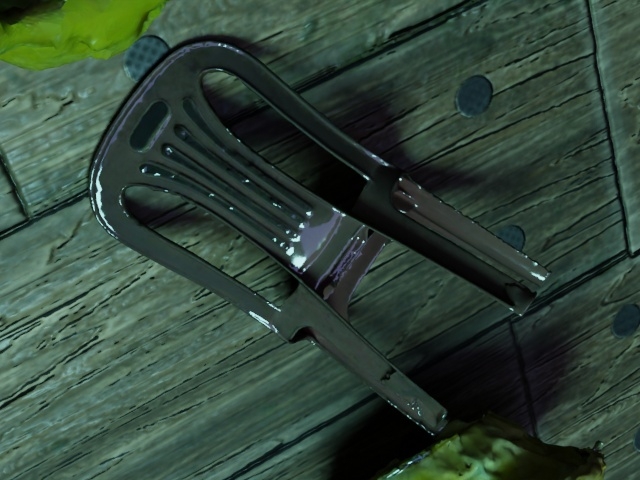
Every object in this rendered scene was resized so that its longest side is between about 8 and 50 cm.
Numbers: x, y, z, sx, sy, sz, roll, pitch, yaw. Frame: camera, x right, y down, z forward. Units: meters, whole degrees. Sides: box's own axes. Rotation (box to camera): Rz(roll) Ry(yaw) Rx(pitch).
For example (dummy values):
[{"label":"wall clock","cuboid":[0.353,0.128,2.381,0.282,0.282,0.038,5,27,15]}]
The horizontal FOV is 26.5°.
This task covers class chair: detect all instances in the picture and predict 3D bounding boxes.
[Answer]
[{"label":"chair","cuboid":[0.000,0.000,1.059,0.326,0.183,0.175,36,93,8]}]

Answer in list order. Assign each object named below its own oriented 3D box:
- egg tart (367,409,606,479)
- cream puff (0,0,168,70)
[{"label":"egg tart","cuboid":[0.095,0.238,1.171,0.315,0.315,0.120,-29,81,-15]},{"label":"cream puff","cuboid":[-0.165,-0.221,0.819,0.282,0.185,0.281,-10,113,-24]}]
